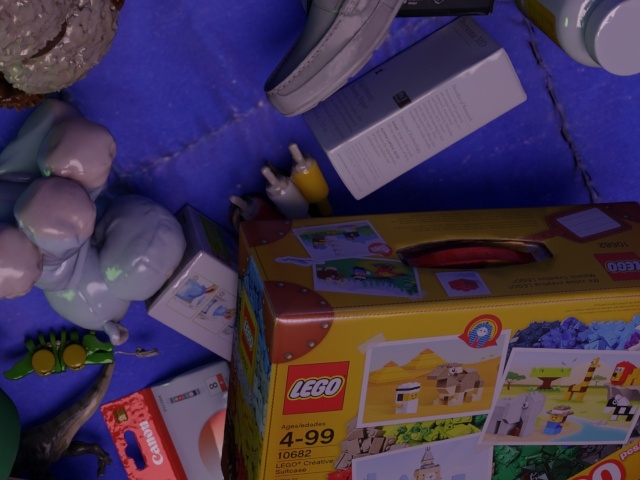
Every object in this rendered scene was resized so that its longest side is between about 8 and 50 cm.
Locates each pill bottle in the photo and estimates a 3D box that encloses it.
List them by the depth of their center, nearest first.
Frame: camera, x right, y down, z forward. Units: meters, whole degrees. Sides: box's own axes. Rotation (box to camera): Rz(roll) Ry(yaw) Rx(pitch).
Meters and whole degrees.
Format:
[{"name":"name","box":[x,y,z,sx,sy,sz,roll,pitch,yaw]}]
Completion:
[{"name":"pill bottle","box":[0.299,-0.262,1.386,0.117,0.208,0.118,-7,121,-13]}]

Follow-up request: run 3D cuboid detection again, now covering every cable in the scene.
[{"name":"cable","box":[0.000,0.000,1.532,0.139,0.072,0.287,-38,123,14]}]

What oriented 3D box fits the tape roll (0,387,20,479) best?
[{"name":"tape roll","box":[-0.487,0.267,1.393,0.321,0.321,0.077,-33,123,4]}]

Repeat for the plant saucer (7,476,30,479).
[{"name":"plant saucer","box":[-0.419,0.372,1.554,0.310,0.050,0.311,-2,146,-1]}]

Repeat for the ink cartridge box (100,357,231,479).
[{"name":"ink cartridge box","box":[-0.176,0.246,1.605,0.179,0.045,0.145,-22,95,-4]}]

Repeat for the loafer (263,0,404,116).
[{"name":"loafer","box":[0.037,-0.273,1.306,0.111,0.112,0.319,35,98,-24]}]

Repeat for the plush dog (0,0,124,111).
[{"name":"plush dog","box":[-0.295,-0.236,1.256,0.262,0.211,0.225,-41,149,11]}]

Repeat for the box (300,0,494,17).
[{"name":"box","box":[0.091,-0.335,1.375,0.220,0.051,0.175,-3,121,-14]}]

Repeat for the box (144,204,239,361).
[{"name":"box","box":[-0.109,0.068,1.512,0.203,0.114,0.103,34,106,-31]}]

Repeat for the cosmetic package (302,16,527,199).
[{"name":"cosmetic package","box":[0.107,-0.156,1.446,0.231,0.117,0.085,-33,124,3]}]

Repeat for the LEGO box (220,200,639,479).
[{"name":"LEGO box","box":[0.150,0.166,1.470,0.499,0.193,0.373,-4,124,-16]}]

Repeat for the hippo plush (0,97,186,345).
[{"name":"hippo plush","box":[-0.276,0.024,1.358,0.294,0.234,0.236,-39,125,13]}]

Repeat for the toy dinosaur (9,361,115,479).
[{"name":"toy dinosaur","box":[-0.336,0.272,1.587,0.268,0.064,0.118,-37,100,4]}]

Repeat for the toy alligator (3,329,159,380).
[{"name":"toy alligator","box":[-0.295,0.131,1.535,0.189,0.056,0.051,-9,81,-11]}]
